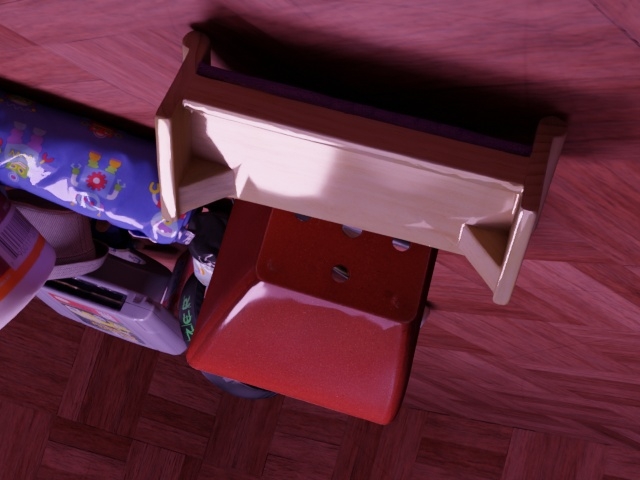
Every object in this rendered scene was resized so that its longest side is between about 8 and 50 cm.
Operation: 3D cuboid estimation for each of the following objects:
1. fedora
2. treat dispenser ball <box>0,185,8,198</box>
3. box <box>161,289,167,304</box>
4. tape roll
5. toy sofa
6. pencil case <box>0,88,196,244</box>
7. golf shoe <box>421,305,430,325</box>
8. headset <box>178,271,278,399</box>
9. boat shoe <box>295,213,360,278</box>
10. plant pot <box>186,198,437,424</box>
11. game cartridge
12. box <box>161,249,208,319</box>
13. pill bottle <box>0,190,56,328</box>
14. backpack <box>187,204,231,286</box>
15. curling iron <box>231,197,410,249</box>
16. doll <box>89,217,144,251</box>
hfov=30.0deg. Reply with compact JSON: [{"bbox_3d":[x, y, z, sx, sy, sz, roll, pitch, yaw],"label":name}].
[{"bbox_3d":[-0.486,-0.019,1.980,0.275,0.124,0.243,8,-164,31],"label":"fedora"},{"bbox_3d":[-0.611,-0.035,1.782,0.288,0.288,0.288,15,168,3],"label":"treat dispenser ball"},{"bbox_3d":[-0.269,0.160,2.578,0.170,0.130,0.091,15,167,8],"label":"box"},{"bbox_3d":[-0.393,0.053,2.250,0.219,0.072,0.219,24,-176,-2],"label":"tape roll"},{"bbox_3d":[0.037,-0.087,1.125,0.362,0.177,0.150,15,143,8],"label":"toy sofa"},{"bbox_3d":[-0.295,-0.089,1.514,0.306,0.133,0.119,19,-160,-9],"label":"pencil case"},{"bbox_3d":[0.125,0.171,2.099,0.176,0.069,0.086,-40,159,23],"label":"golf shoe"},{"bbox_3d":[-0.077,0.140,1.999,0.394,0.243,0.185,-5,160,-43],"label":"headset"},{"bbox_3d":[0.000,0.000,1.655,0.080,0.073,0.223,4,163,44],"label":"boat shoe"},{"bbox_3d":[0.016,0.029,1.390,0.267,0.267,0.236,17,156,-4],"label":"plant pot"},{"bbox_3d":[-0.377,0.117,2.086,0.294,0.060,0.196,16,165,24],"label":"game cartridge"},{"bbox_3d":[-0.208,0.108,2.227,0.142,0.154,0.300,18,166,-11],"label":"box"},{"bbox_3d":[-0.548,-0.047,1.527,0.392,0.224,0.224,50,155,-20],"label":"pill bottle"},{"bbox_3d":[-0.134,0.015,1.802,0.152,0.115,0.182,14,170,-1],"label":"backpack"},{"bbox_3d":[0.012,-0.025,1.565,0.274,0.068,0.035,15,172,-6],"label":"curling iron"},{"bbox_3d":[-0.377,-0.011,2.157,0.129,0.046,0.189,15,167,9],"label":"doll"}]
